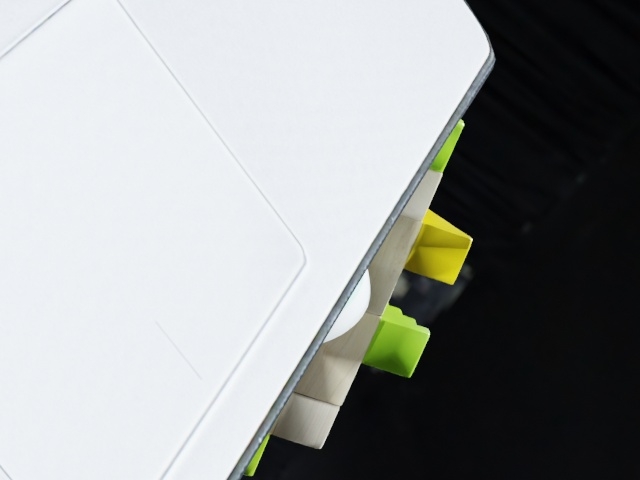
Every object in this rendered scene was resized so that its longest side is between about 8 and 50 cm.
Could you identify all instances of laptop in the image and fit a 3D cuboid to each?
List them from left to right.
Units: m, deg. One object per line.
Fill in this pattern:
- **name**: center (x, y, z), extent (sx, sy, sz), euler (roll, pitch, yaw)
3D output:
- **laptop**: center (-0.050, -0.166, 0.275), extent (0.236, 0.408, 0.382), euler (-29, -165, 32)

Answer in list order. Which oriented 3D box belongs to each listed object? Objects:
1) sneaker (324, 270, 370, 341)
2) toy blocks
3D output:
- **sneaker**: center (-0.065, -0.078, 0.904), extent (0.094, 0.151, 0.256), euler (-33, -124, -19)
- **toy blocks**: center (0.000, 0.000, 1.690), extent (0.261, 0.190, 0.381), euler (-100, -149, -66)
